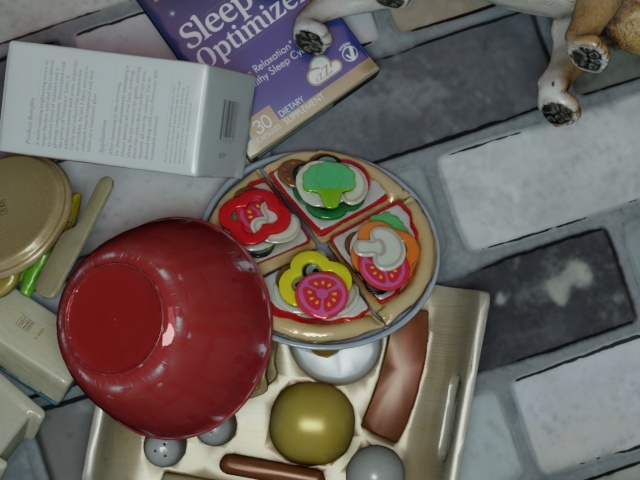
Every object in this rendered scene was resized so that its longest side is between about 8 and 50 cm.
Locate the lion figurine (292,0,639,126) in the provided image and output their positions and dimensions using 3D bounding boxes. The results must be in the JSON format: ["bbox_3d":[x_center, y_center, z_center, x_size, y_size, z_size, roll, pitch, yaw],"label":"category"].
[{"bbox_3d":[0.160,-0.230,1.407,0.392,0.142,0.240,22,55,7],"label":"lion figurine"}]

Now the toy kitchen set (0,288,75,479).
[{"bbox_3d":[-0.307,0.162,1.429,0.122,0.166,0.207,34,51,1],"label":"toy kitchen set"}]

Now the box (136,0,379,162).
[{"bbox_3d":[-0.069,-0.197,1.460,0.136,0.036,0.225,-36,86,-2],"label":"box"}]

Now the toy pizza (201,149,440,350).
[{"bbox_3d":[0.000,0.000,1.402,0.201,0.032,0.201,2,54,-3],"label":"toy pizza"}]

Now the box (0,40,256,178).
[{"bbox_3d":[-0.155,-0.105,1.387,0.170,0.130,0.091,8,94,15],"label":"box"}]

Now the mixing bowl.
[{"bbox_3d":[-0.139,0.066,1.336,0.181,0.098,0.181,-3,82,24],"label":"mixing bowl"}]

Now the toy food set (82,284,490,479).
[{"bbox_3d":[-0.029,0.124,1.414,0.306,0.092,0.220,10,87,0],"label":"toy food set"}]

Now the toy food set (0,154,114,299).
[{"bbox_3d":[-0.261,-0.012,1.417,0.192,0.038,0.132,14,66,30],"label":"toy food set"}]
